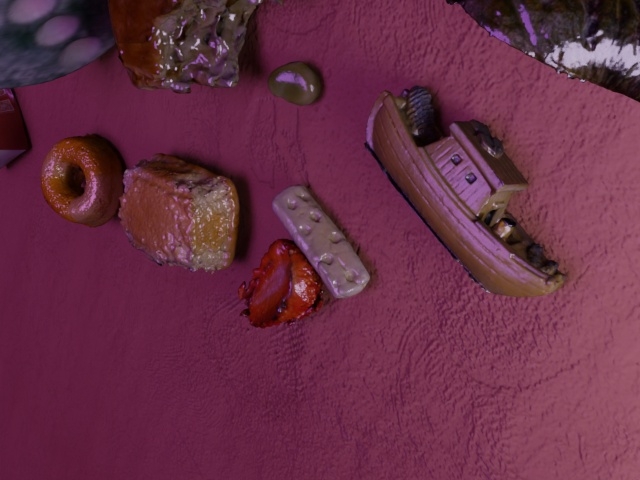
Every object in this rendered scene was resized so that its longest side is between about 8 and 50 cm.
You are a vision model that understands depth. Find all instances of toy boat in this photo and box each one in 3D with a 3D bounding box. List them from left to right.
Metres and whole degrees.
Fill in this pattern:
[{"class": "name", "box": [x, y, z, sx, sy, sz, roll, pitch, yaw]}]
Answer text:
[{"class": "toy boat", "box": [0.178, -0.065, 1.106, 0.121, 0.089, 0.321, -49, 65, 30]}]

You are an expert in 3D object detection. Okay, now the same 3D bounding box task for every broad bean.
[{"class": "broad bean", "box": [-0.036, -0.225, 1.322, 0.083, 0.045, 0.063, 14, 113, 36]}]

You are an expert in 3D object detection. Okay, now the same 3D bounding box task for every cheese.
[{"class": "cheese", "box": [0.000, 0.000, 1.333, 0.194, 0.065, 0.043, 55, 175, 23]}]

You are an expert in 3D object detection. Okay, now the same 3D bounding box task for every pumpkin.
[{"class": "pumpkin", "box": [0.253, -0.227, 0.919, 0.278, 0.163, 0.111, 49, 133, 25]}]

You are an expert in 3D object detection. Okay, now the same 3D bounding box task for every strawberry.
[{"class": "strawberry", "box": [-0.055, 0.071, 1.412, 0.188, 0.082, 0.121, -36, 54, 56]}]

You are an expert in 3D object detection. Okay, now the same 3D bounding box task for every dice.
[{"class": "dice", "box": [-0.509, -0.475, 1.545, 0.330, 0.348, 0.328, 58, 136, 10]}]

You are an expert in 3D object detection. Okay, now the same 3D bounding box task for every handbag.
[{"class": "handbag", "box": [-0.752, -0.304, 2.002, 0.171, 0.151, 0.298, -22, 78, 44]}]

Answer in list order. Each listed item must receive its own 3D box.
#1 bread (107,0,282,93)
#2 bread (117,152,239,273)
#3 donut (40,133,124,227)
[{"class": "bread", "box": [-0.176, -0.399, 1.319, 0.314, 0.191, 0.369, 7, 119, 40]}, {"class": "bread", "box": [-0.235, -0.046, 1.528, 0.245, 0.121, 0.174, 21, 108, 47]}, {"class": "donut", "box": [-0.456, -0.114, 1.746, 0.174, 0.075, 0.190, -50, 60, 21]}]
